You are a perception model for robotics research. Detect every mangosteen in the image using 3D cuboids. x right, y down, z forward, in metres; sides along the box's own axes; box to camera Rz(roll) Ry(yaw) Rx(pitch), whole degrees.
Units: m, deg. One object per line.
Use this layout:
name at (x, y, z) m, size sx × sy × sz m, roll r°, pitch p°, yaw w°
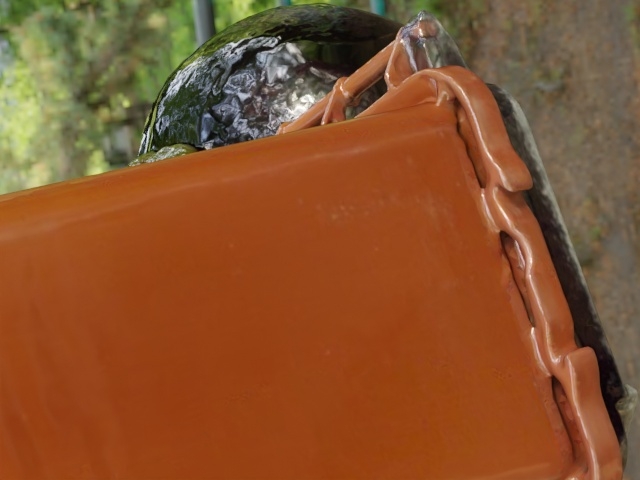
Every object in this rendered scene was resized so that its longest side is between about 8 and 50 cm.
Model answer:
mangosteen at (0.004, -0.002, 0.817) m, size 0.287 × 0.233 × 0.287 m, roll -12°, pitch -90°, yaw -73°

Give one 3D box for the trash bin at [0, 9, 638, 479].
trash bin at (-0.038, 0.032, 0.431) m, size 0.161 × 0.238 × 0.184 m, roll -32°, pitch 71°, yaw 52°
